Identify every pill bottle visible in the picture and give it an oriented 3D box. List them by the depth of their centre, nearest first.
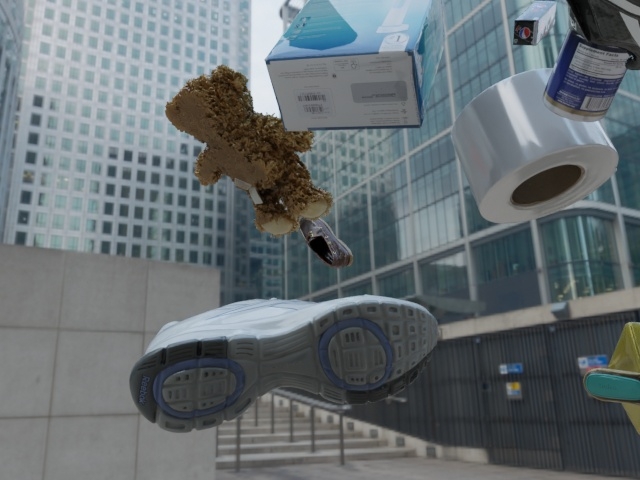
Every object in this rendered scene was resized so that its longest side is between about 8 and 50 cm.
[{"bbox_3d":[0.381,-0.259,0.777,0.094,0.094,0.169,1,-48,-8],"label":"pill bottle"}]

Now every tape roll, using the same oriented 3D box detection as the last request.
[{"bbox_3d":[0.378,-0.163,1.018,0.246,0.169,0.246,-12,-26,-6],"label":"tape roll"}]

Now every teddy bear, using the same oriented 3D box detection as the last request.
[{"bbox_3d":[-0.117,-0.152,1.012,0.338,0.113,0.245,40,-43,-7],"label":"teddy bear"}]

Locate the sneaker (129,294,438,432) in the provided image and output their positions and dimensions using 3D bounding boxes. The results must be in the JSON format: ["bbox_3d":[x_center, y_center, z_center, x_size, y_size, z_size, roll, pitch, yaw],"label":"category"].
[{"bbox_3d":[-0.030,0.093,0.555,0.297,0.111,0.129,-3,18,-13],"label":"sneaker"}]

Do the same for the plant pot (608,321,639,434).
[{"bbox_3d":[0.783,0.324,1.247,0.212,0.187,0.212,2,-40,15],"label":"plant pot"}]

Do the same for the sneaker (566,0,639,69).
[{"bbox_3d":[0.241,-0.223,0.475,0.234,0.078,0.106,34,-29,-19],"label":"sneaker"}]

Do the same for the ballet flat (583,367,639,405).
[{"bbox_3d":[0.604,0.270,1.019,0.073,0.080,0.232,2,3,-44],"label":"ballet flat"}]

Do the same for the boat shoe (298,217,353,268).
[{"bbox_3d":[0.000,0.000,1.500,0.073,0.207,0.073,-8,-53,-40],"label":"boat shoe"}]

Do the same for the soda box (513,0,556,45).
[{"bbox_3d":[0.498,-0.504,1.303,0.053,0.169,0.060,14,-49,31],"label":"soda box"}]

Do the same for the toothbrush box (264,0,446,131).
[{"bbox_3d":[0.071,-0.305,0.890,0.216,0.295,0.126,2,-45,19],"label":"toothbrush box"}]
